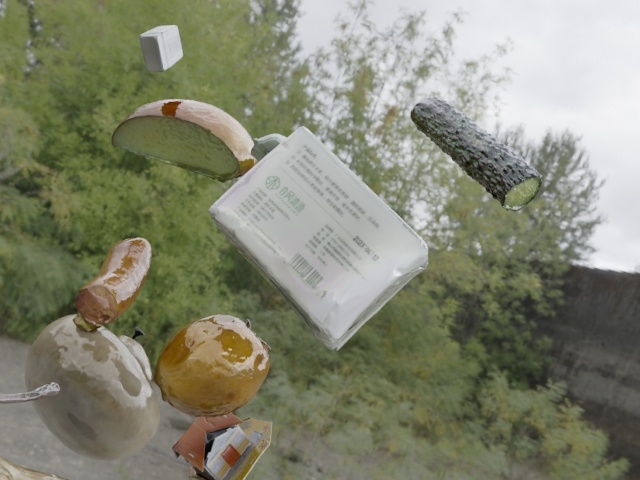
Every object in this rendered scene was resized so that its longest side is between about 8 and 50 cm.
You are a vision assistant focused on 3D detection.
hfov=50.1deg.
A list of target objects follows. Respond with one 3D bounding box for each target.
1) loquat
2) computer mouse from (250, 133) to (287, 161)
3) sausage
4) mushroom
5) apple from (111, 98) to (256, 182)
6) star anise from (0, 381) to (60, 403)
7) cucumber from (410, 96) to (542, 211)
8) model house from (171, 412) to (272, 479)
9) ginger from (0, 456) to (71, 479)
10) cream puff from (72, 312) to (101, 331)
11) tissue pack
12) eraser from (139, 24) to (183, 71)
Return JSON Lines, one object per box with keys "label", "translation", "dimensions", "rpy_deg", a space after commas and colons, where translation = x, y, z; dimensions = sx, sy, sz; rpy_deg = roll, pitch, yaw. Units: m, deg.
{"label": "loquat", "translation": [-0.224, 0.265, 1.424], "dimensions": [0.238, 0.238, 0.193], "rpy_deg": [28, 10, -48]}
{"label": "computer mouse", "translation": [-0.077, -0.183, 1.489], "dimensions": [0.089, 0.056, 0.182], "rpy_deg": [-30, -29, 33]}
{"label": "sausage", "translation": [-0.420, 0.077, 1.436], "dimensions": [0.109, 0.108, 0.270], "rpy_deg": [22, 26, -9]}
{"label": "mushroom", "translation": [-0.506, 0.328, 1.603], "dimensions": [0.363, 0.362, 0.295], "rpy_deg": [16, 37, 36]}
{"label": "apple", "translation": [-0.325, -0.260, 1.690], "dimensions": [0.346, 0.179, 0.254], "rpy_deg": [17, -1, 4]}
{"label": "star anise", "translation": [-0.667, 0.237, 1.124], "dimensions": [0.316, 0.139, 0.360], "rpy_deg": [7, 1, 29]}
{"label": "cucumber", "translation": [0.291, -0.195, 1.365], "dimensions": [0.096, 0.096, 0.359], "rpy_deg": [28, 20, -47]}
{"label": "model house", "translation": [-0.249, 0.478, 1.681], "dimensions": [0.208, 0.219, 0.135], "rpy_deg": [3, -47, 49]}
{"label": "ginger", "translation": [-0.445, 0.389, 1.001], "dimensions": [0.276, 0.130, 0.221], "rpy_deg": [10, -44, -2]}
{"label": "cream puff", "translation": [-0.494, 0.163, 1.495], "dimensions": [0.058, 0.083, 0.083], "rpy_deg": [44, 13, -6]}
{"label": "tissue pack", "translation": [0.000, 0.000, 1.327], "dimensions": [0.356, 0.266, 0.194], "rpy_deg": [46, -6, 15]}
{"label": "eraser", "translation": [-0.389, -0.475, 1.685], "dimensions": [0.061, 0.089, 0.352], "rpy_deg": [-8, 22, 0]}
